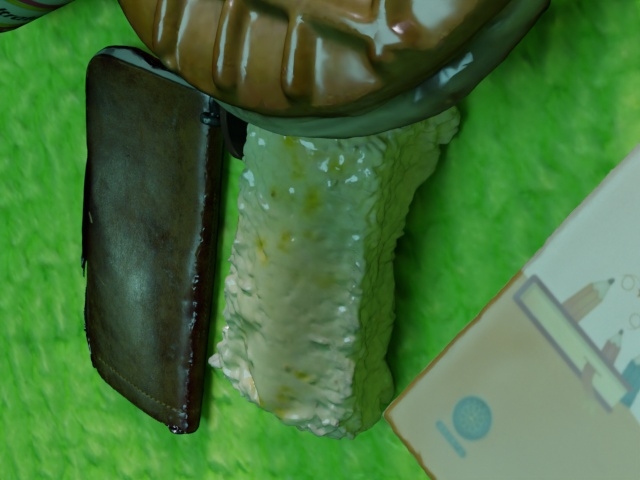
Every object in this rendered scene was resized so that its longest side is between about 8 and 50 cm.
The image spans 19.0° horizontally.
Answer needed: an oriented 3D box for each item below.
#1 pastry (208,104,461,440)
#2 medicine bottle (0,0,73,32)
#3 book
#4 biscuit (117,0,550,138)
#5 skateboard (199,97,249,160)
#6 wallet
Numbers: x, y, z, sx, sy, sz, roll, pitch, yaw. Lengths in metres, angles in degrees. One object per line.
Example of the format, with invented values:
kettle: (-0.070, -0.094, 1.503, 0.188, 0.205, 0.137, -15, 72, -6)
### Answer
pastry: (0.005, 0.004, 1.134, 0.121, 0.089, 0.258, 21, 127, 10)
medicine bottle: (-0.175, -0.204, 1.266, 0.216, 0.090, 0.090, -15, 91, 49)
book: (0.185, 0.062, 0.921, 0.295, 0.020, 0.208, -48, 63, 20)
biscuit: (0.004, -0.216, 1.004, 0.332, 0.103, 0.332, -1, 89, 39)
skateboard: (-0.028, -0.113, 1.166, 0.080, 0.067, 0.151, 22, 124, 31)
wallet: (-0.120, -0.005, 1.316, 0.137, 0.031, 0.255, 28, 121, 41)
